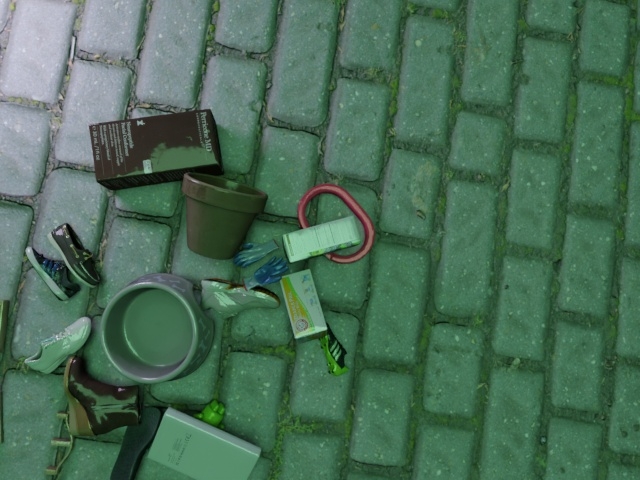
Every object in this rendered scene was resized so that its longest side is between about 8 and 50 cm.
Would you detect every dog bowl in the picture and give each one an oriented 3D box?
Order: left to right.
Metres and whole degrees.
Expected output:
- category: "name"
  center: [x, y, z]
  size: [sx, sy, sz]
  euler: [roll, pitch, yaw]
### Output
- category: "dog bowl"
  center: [-0.509, 0.276, 1.395]
  size: [0.349, 0.102, 0.349]
  euler: [0, 91, 5]

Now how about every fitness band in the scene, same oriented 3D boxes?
- category: "fitness band"
  center: [0.052, -0.055, 1.531]
  size: [0.209, 0.054, 0.291]
  euler: [-41, 90, -10]

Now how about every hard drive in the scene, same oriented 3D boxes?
- category: "hard drive"
  center: [-0.359, 0.653, 1.388]
  size: [0.307, 0.040, 0.203]
  euler: [25, 111, -2]

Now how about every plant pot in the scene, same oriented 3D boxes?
- category: "plant pot"
  center: [-0.318, -0.069, 1.416]
  size: [0.263, 0.263, 0.229]
  euler: [16, 100, -3]

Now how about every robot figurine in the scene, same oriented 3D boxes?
- category: "robot figurine"
  center: [-0.351, 0.563, 1.424]
  size: [0.101, 0.067, 0.115]
  euler: [42, 81, -31]

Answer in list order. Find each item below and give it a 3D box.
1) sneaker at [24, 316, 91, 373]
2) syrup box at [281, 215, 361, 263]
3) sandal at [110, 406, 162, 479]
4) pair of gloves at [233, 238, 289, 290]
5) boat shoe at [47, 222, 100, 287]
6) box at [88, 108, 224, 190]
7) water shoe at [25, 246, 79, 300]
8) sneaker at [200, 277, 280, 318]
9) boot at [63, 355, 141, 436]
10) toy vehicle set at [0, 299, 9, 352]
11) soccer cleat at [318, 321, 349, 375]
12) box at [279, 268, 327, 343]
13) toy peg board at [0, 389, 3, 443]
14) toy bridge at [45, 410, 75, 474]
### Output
- category: "sneaker"
  center: [-0.804, 0.315, 1.388]
  size: [0.212, 0.094, 0.080]
  euler: [-48, 50, -8]
- category: "syrup box"
  center: [0.000, 0.000, 1.442]
  size: [0.237, 0.093, 0.096]
  euler: [-16, 85, -8]
- category: "sandal"
  center: [-0.569, 0.636, 1.405]
  size: [0.097, 0.054, 0.254]
  euler: [22, 80, 22]
- category: "pair of gloves"
  center: [-0.195, 0.069, 1.455]
  size: [0.159, 0.023, 0.198]
  euler: [-25, 51, -6]
- category: "boat shoe"
  center: [-0.768, 0.046, 1.434]
  size: [0.068, 0.081, 0.228]
  euler: [-39, 86, -3]
- category: "box"
  center: [-0.521, -0.289, 1.461]
  size: [0.381, 0.143, 0.191]
  euler: [-10, 85, -7]
- category: "water shoe"
  center: [-0.848, 0.096, 1.439]
  size: [0.080, 0.073, 0.203]
  euler: [-37, 93, -29]
- category: "sneaker"
  center: [-0.262, 0.201, 1.464]
  size: [0.262, 0.099, 0.121]
  euler: [11, 91, 4]
- category: "boot"
  center: [-0.666, 0.465, 1.396]
  size: [0.207, 0.090, 0.248]
  euler: [-9, 79, -8]
- category: "toy vehicle set"
  center: [-1.122, 0.264, 1.405]
  size: [0.267, 0.035, 0.166]
  euler: [2, 84, -5]
- category: "soccer cleat"
  center: [0.044, 0.353, 1.489]
  size: [0.072, 0.060, 0.179]
  euler: [-11, 82, -29]
- category: "box"
  center: [-0.054, 0.211, 1.437]
  size: [0.103, 0.114, 0.203]
  euler: [-15, 71, -5]
- category: "toy peg board"
  center: [-1.063, 0.548, 1.361]
  size: [0.161, 0.079, 0.160]
  euler: [-5, 85, -5]
- category: "toy bridge"
  center: [-0.798, 0.625, 1.402]
  size: [0.063, 0.026, 0.188]
  euler: [9, 84, -6]
